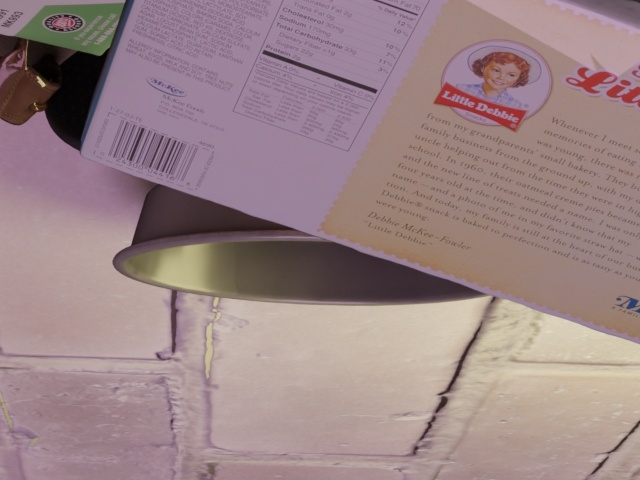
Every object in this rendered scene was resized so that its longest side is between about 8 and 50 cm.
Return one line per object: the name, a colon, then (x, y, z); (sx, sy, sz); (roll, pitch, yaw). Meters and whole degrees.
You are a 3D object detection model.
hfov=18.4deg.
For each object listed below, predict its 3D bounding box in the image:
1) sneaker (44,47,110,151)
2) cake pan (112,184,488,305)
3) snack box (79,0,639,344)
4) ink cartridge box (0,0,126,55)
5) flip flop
sneaker: (-0.024, -0.065, 1.210); (0.270, 0.090, 0.145); (-4, 158, 6)
cake pan: (0.000, 0.000, 1.400); (0.293, 0.054, 0.293); (2, 169, 0)
snack box: (0.077, -0.056, 0.810); (0.321, 0.060, 0.187); (19, 143, -9)
ink cartridge box: (-0.169, -0.170, 0.906); (0.212, 0.093, 0.154); (12, 159, -26)
flip flop: (-0.194, -0.100, 1.127); (0.112, 0.080, 0.277); (15, 157, -35)
